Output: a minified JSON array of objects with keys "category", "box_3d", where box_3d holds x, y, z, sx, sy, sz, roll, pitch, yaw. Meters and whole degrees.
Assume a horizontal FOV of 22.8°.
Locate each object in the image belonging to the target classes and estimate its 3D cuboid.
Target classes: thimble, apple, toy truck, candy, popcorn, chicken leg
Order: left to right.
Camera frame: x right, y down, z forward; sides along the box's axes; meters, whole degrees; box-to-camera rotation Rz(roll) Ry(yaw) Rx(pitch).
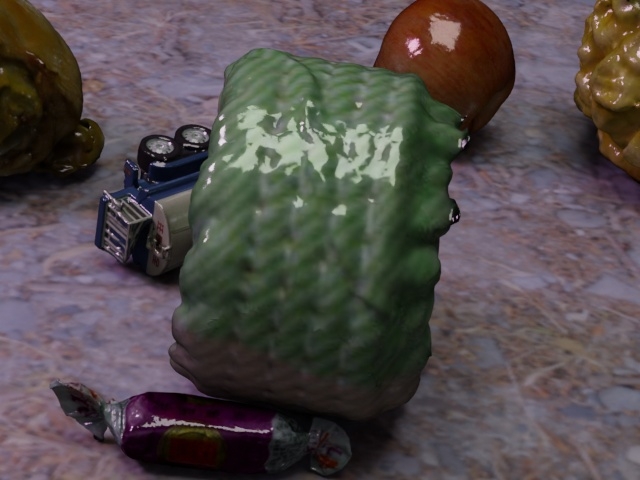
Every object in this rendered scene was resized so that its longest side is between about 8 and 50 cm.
[{"category":"chicken leg","box_3d":[-0.368,-0.148,1.195,0.429,0.152,0.201,15,19,27]},{"category":"candy","box_3d":[-0.068,0.108,0.902,0.175,0.045,0.043,7,36,-1]},{"category":"toy truck","box_3d":[-0.066,-0.037,1.116,0.202,0.074,0.088,-21,45,-37]},{"category":"thimble","box_3d":[0.000,0.000,0.946,0.150,0.219,0.219,10,31,1]},{"category":"apple","box_3d":[0.101,-0.137,1.272,0.102,0.126,0.126,37,39,15]},{"category":"popcorn","box_3d":[0.300,-0.136,1.264,0.189,0.169,0.218,11,37,10]}]
